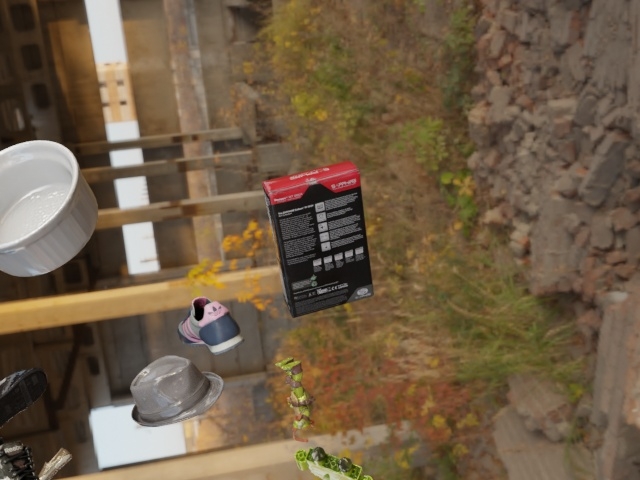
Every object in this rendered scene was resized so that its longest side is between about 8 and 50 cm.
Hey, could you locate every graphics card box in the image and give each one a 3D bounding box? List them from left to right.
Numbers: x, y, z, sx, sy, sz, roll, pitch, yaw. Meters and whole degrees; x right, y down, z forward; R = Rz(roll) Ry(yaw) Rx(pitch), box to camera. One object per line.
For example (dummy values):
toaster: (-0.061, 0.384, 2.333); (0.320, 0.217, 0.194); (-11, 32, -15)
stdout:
graphics card box: (0.000, 0.000, 1.839); (0.094, 0.233, 0.370); (-123, 20, -59)

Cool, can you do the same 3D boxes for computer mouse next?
computer mouse: (-0.755, 0.355, 1.663); (0.060, 0.262, 0.184); (20, 138, 27)

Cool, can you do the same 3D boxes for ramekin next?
ramekin: (-0.597, -0.059, 1.496); (0.135, 0.277, 0.277); (70, -176, -52)

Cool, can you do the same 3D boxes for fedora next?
fedora: (-0.420, 0.404, 2.037); (0.124, 0.275, 0.243); (68, -154, -19)

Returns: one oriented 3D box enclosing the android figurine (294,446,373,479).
android figurine: (0.045, 0.687, 2.163); (0.273, 0.248, 0.056); (81, -150, -58)

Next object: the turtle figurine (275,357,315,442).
turtle figurine: (-0.058, 0.445, 2.042); (0.269, 0.087, 0.217); (-148, 43, -84)

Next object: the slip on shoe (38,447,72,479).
slip on shoe: (-0.792, 0.666, 2.130); (0.041, 0.135, 0.051); (44, 164, 9)

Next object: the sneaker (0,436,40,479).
sneaker: (-0.654, 0.510, 1.560); (0.098, 0.276, 0.135); (9, -79, -58)

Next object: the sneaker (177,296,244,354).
sneaker: (-0.292, 0.196, 1.837); (0.319, 0.112, 0.131); (-2, 113, 59)
